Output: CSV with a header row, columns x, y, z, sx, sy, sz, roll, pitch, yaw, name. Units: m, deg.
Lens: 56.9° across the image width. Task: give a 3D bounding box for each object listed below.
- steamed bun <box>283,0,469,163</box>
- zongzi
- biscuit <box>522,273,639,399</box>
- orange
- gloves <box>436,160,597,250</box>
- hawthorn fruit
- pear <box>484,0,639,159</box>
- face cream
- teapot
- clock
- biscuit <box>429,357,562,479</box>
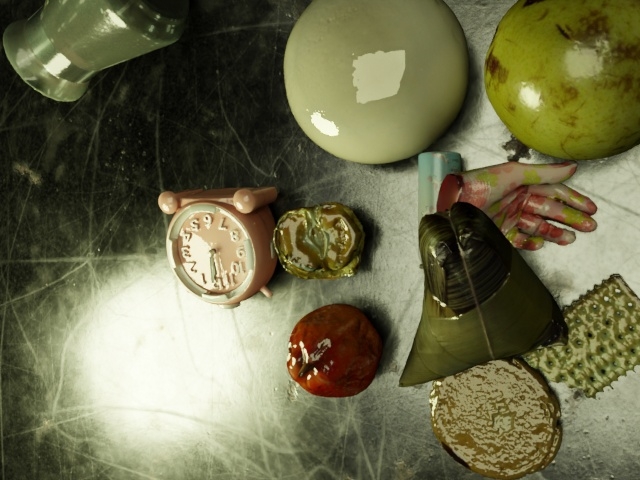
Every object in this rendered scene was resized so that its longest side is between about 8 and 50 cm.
x,y,z,sx,sy,sz,roll,pitch,yaw,name
0.087,-0.288,0.999,0.324,0.206,0.324,1,92,22,steamed bun
0.177,0.110,0.923,0.317,0.154,0.289,-34,120,22,zongzi
0.437,0.164,0.944,0.203,0.016,0.144,-41,75,10,biscuit
0.000,0.000,1.090,0.170,0.112,0.160,41,95,-7,orange
0.320,-0.060,0.949,0.241,0.126,0.145,3,96,-14,gloves
0.027,0.194,1.049,0.173,0.179,0.173,-10,61,19,hawthorn fruit
0.379,-0.252,0.847,0.283,0.283,0.284,0,91,23,pear
0.206,-0.036,1.021,0.075,0.075,0.229,0,92,23,face cream
-0.466,-0.476,1.228,0.344,0.253,0.300,-24,48,26,teapot
-0.184,0.014,1.164,0.227,0.142,0.241,0,100,24,clock
0.295,0.296,1.004,0.226,0.042,0.226,-1,88,23,biscuit
